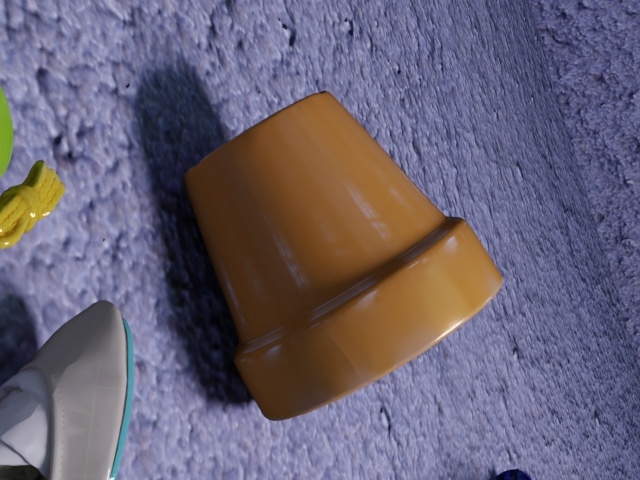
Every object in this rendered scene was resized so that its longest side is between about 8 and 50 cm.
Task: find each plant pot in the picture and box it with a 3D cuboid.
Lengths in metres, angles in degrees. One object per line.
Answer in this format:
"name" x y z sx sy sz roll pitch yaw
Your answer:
"plant pot" 0.000 0.000 0.723 0.188 0.205 0.205 59 25 -2

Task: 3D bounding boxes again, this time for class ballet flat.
"ballet flat" -0.144 0.137 0.464 0.086 0.086 0.248 41 43 -53

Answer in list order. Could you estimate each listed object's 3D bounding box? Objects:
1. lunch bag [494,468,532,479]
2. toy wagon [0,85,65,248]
"lunch bag" 0.264 0.425 1.171 0.293 0.138 0.220 -42 114 -74
"toy wagon" -0.230 -0.142 0.422 0.344 0.068 0.267 66 26 -24
